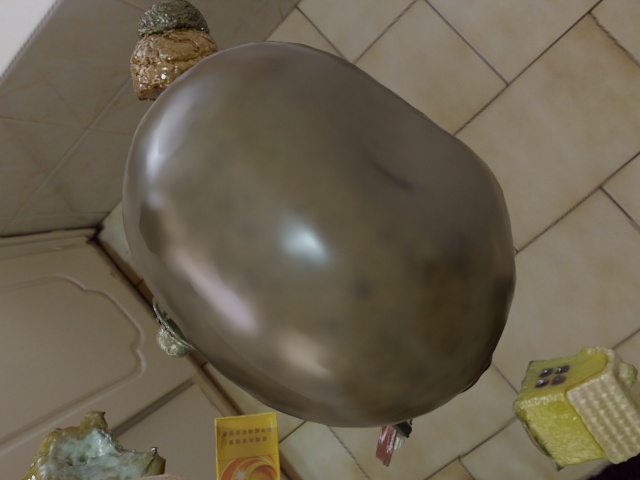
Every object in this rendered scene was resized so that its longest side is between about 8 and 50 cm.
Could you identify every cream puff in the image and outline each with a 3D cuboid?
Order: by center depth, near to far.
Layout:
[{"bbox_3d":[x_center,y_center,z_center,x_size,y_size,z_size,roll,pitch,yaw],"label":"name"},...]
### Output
[{"bbox_3d":[-0.271,-0.355,1.042,0.183,0.183,0.168,-10,98,18],"label":"cream puff"},{"bbox_3d":[-0.464,0.536,1.161,0.323,0.274,0.269,20,121,36],"label":"cream puff"}]

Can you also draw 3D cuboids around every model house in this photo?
[{"bbox_3d":[0.543,0.336,1.146,0.193,0.175,0.234,54,141,-5],"label":"model house"}]

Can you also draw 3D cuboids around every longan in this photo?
[{"bbox_3d":[0.000,0.000,0.492,0.350,0.288,0.288,43,106,-8],"label":"longan"}]

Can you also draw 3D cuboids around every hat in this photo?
[{"bbox_3d":[-0.404,0.270,1.621,0.252,0.252,0.110,43,96,9],"label":"hat"}]

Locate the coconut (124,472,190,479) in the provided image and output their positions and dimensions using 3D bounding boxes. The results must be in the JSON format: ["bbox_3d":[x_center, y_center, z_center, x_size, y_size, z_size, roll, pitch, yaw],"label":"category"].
[{"bbox_3d":[-0.221,0.445,0.706,0.297,0.254,0.297,-1,105,-5],"label":"coconut"}]

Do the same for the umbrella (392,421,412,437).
[{"bbox_3d":[0.116,0.330,1.216,0.118,0.118,0.340,-25,128,18],"label":"umbrella"}]

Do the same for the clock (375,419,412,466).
[{"bbox_3d":[0.244,0.519,1.721,0.080,0.318,0.318,14,100,15],"label":"clock"}]

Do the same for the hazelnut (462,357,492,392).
[{"bbox_3d":[0.337,0.291,1.510,0.230,0.229,0.229,2,96,17],"label":"hazelnut"}]

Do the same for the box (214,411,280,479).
[{"bbox_3d":[-0.171,0.553,1.358,0.152,0.043,0.269,-1,78,-14],"label":"box"}]
